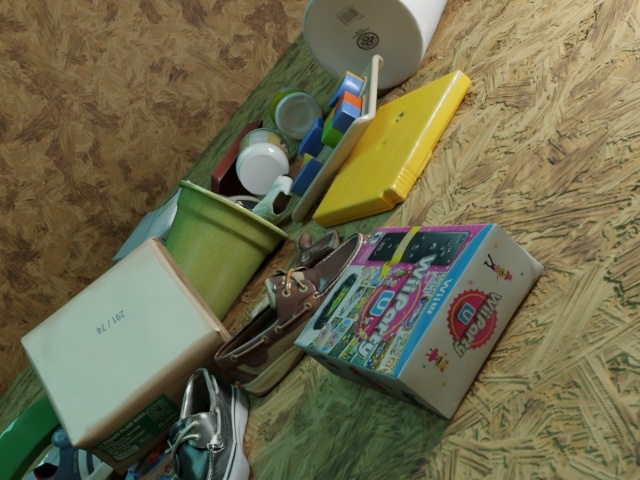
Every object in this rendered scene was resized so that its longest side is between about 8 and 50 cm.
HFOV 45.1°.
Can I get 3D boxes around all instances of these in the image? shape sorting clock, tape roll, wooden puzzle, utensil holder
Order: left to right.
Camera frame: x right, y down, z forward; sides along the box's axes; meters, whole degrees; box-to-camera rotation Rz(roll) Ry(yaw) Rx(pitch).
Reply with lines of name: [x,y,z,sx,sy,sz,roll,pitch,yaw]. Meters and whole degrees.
tape roll: [-0.609,0.474,1.679,0.321,0.077,0.321,-52,-16,-21]
shape sorting clock: [-0.300,0.406,1.426,0.206,0.040,0.206,-43,20,20]
wooden puzzle: [0.025,-0.249,1.783,0.322,0.080,0.348,-55,12,35]
utensil holder: [0.158,-0.612,1.935,0.327,0.327,0.385,-29,30,46]

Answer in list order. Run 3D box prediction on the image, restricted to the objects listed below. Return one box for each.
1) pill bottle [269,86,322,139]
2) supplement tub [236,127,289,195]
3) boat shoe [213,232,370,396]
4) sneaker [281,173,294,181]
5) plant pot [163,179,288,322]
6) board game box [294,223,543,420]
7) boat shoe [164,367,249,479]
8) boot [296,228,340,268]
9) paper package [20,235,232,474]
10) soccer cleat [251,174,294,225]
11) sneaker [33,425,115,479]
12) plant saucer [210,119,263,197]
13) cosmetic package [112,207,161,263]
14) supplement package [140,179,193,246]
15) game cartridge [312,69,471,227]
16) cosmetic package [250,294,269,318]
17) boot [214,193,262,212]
pill bottle: [-0.081,-0.385,2.296,0.136,0.136,0.246,-47,19,6]
supplement tub: [-0.159,-0.218,2.142,0.144,0.144,0.200,-43,20,17]
boat shoe: [-0.045,0.105,1.302,0.342,0.123,0.123,-47,19,8]
sneaker: [-0.107,-0.114,1.971,0.059,0.053,0.144,-33,24,44]
plant pot: [-0.251,0.039,1.732,0.254,0.276,0.276,-62,20,-5]
board game box: [0.116,0.091,1.021,0.224,0.097,0.303,-55,21,-15]
boat shoe: [-0.190,0.327,1.208,0.121,0.119,0.335,-45,19,13]
boot: [0.000,0.000,1.536,0.114,0.037,0.106,-39,34,36]
paper package: [-0.348,0.211,1.456,0.325,0.168,0.309,-39,51,-7]
soccer cleat: [-0.119,-0.071,1.854,0.196,0.068,0.076,-57,29,36]
sneaker: [-0.445,0.395,1.557,0.350,0.148,0.131,-47,-4,5]
plant saucer: [-0.264,-0.217,2.347,0.259,0.047,0.258,-60,-6,-27]
cosmetic package: [-0.503,0.014,2.453,0.217,0.156,0.385,-56,21,-18]
supplement package: [-0.342,0.006,2.030,0.145,0.204,0.262,-41,21,24]
game cartridge: [0.140,-0.177,1.557,0.285,0.052,0.324,-13,43,60]
cosmetic package: [-0.079,0.119,1.481,0.115,0.041,0.060,-49,19,1]
boot: [-0.220,-0.023,1.963,0.085,0.236,0.179,-29,69,37]
